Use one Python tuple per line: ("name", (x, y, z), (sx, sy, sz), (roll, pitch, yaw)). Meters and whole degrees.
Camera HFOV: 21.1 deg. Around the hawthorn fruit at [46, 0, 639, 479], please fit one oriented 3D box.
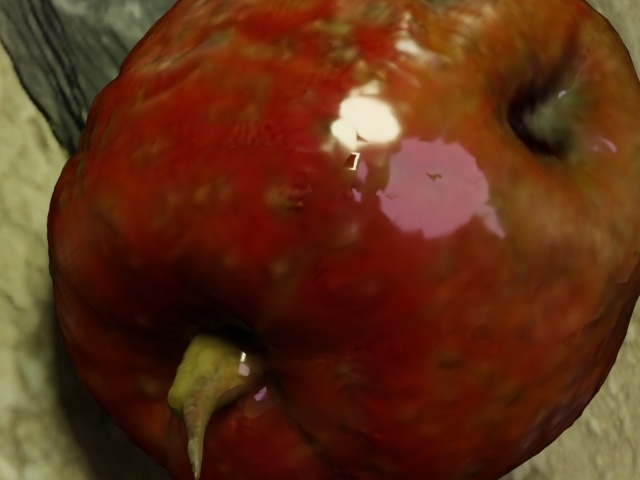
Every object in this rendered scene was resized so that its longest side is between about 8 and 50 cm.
("hawthorn fruit", (0.012, -0.011, 0.727), (0.262, 0.258, 0.258), (-29, 99, -17))
